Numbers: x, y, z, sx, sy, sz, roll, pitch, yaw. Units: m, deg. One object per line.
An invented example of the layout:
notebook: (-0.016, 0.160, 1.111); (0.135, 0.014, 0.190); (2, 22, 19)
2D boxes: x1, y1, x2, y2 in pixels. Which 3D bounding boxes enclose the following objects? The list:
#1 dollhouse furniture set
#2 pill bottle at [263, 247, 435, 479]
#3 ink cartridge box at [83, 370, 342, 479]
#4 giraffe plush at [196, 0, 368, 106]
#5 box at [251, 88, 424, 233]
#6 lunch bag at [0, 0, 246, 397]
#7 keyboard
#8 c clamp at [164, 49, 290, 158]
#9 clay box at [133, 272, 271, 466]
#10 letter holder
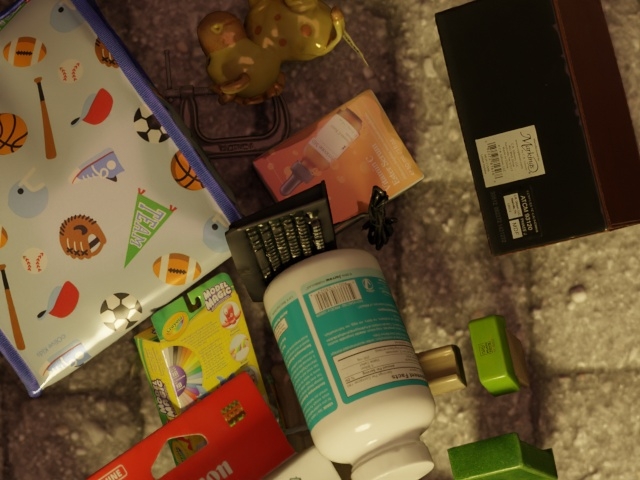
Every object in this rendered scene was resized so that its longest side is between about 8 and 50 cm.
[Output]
dollhouse furniture set: (0.110, 0.224, 1.762); (0.301, 0.151, 0.197); (-17, 70, 18)
pill bottle: (0.040, 0.152, 1.643); (0.146, 0.146, 0.264); (-19, 68, -3)
ink cartridge box: (-0.102, 0.303, 1.591); (0.275, 0.060, 0.239); (-33, 94, -37)
giraffe plush: (-0.071, -0.242, 1.723); (0.170, 0.181, 0.210); (-36, 72, -4)
box: (0.020, -0.083, 1.762); (0.170, 0.091, 0.130); (-33, 88, -4)
lunch bag: (-0.309, -0.074, 1.682); (0.328, 0.239, 0.385); (-37, 96, -2)
keyboard: (0.000, 0.000, 1.648); (0.201, 0.317, 0.033); (-25, 74, -3)
c clamp: (-0.117, -0.170, 1.797); (0.161, 0.022, 0.137); (1, 86, -1)
clay box: (-0.136, 0.157, 1.681); (0.127, 0.053, 0.222); (-32, 116, -38)
letter holder: (0.281, -0.149, 1.761); (0.152, 0.214, 0.302); (-14, 88, 29)
